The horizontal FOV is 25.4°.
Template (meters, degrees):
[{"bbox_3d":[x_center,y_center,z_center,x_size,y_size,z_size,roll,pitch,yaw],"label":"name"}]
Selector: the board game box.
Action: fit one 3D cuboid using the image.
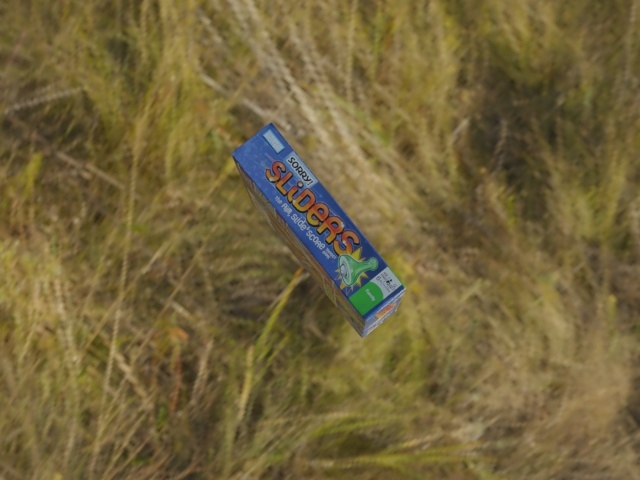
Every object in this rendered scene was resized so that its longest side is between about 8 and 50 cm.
[{"bbox_3d":[0.000,0.000,0.973,0.035,0.201,0.136,-39,85,-4],"label":"board game box"}]
